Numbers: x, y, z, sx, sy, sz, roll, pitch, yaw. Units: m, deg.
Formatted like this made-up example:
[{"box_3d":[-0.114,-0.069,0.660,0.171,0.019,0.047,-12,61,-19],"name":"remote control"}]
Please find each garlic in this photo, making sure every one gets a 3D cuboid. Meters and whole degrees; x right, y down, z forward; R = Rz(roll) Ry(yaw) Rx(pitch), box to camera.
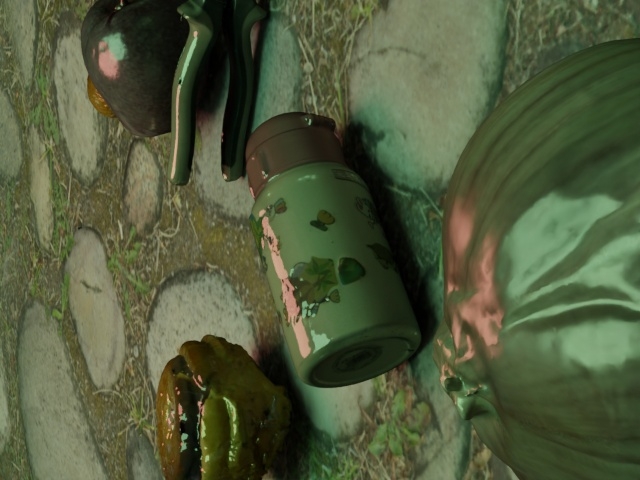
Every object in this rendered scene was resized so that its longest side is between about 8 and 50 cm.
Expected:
[{"box_3d":[0.185,0.025,0.839,0.317,0.259,0.317,64,-178,-5],"name":"garlic"}]

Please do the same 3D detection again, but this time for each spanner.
[{"box_3d":[-0.107,-0.207,1.551,0.040,0.095,0.325,45,133,50],"name":"spanner"}]

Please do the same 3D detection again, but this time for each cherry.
[{"box_3d":[-0.192,-0.204,1.672,0.176,0.140,0.176,56,164,25],"name":"cherry"}]

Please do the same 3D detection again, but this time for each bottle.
[{"box_3d":[0.000,0.000,1.363,0.120,0.120,0.253,-55,46,50],"name":"bottle"}]

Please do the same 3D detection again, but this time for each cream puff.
[{"box_3d":[-0.101,0.189,1.573,0.189,0.129,0.189,178,90,-71],"name":"cream puff"}]

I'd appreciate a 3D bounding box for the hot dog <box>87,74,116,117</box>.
[{"box_3d":[-0.238,-0.268,1.832,0.088,0.061,0.286,47,137,33],"name":"hot dog"}]
